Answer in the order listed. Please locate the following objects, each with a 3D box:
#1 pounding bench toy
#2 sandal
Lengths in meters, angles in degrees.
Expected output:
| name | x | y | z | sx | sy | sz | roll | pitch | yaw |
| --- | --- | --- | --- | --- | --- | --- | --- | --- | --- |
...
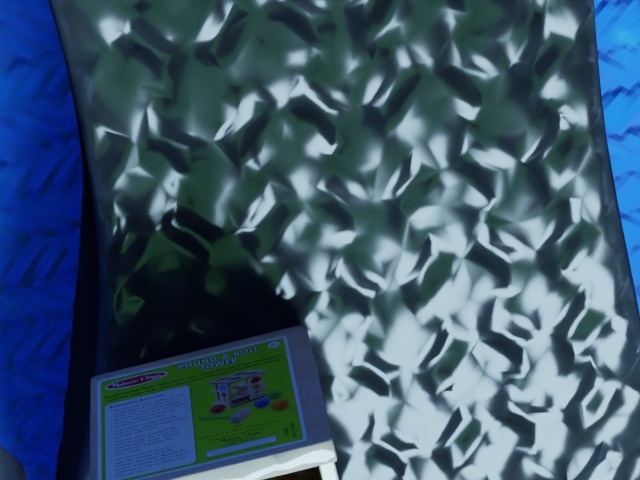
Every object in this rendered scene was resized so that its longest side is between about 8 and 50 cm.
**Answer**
| name | x | y | z | sx | sy | sz | roll | pitch | yaw |
| --- | --- | --- | --- | --- | --- | --- | --- | --- | --- |
| pounding bench toy | -0.034 | 0.068 | 0.418 | 0.083 | 0.052 | 0.065 | -13 | 116 | -1 |
| sandal | 0.002 | -0.001 | 0.480 | 0.168 | 0.107 | 0.445 | -4 | 115 | -7 |
